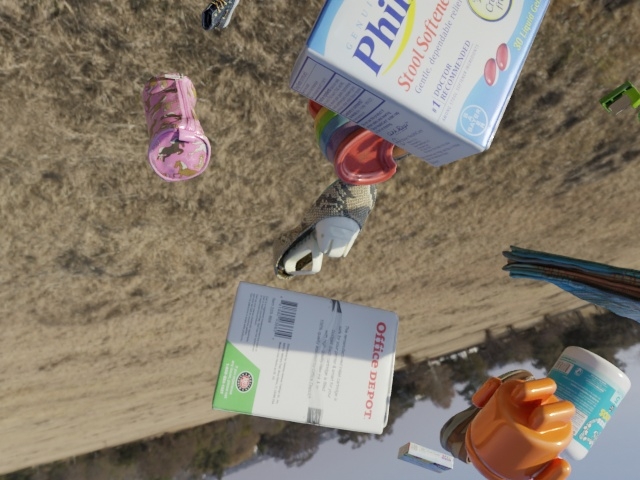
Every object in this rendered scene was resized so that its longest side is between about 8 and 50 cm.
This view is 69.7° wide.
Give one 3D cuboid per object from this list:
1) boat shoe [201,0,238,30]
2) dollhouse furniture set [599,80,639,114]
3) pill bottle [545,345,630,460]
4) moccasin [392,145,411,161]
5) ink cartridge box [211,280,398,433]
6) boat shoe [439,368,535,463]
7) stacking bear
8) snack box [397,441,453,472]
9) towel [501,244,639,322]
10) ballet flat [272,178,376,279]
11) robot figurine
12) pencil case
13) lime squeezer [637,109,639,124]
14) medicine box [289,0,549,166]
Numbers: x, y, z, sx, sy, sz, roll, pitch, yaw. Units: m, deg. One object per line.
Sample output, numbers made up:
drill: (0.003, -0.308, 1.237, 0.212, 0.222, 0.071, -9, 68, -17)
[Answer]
boat shoe: (-0.303, -0.716, 1.392, 0.083, 0.065, 0.183, -44, 177, -39)
dollhouse furniture set: (0.583, -0.226, 0.849, 0.076, 0.151, 0.059, 19, 136, -33)
pill bottle: (0.558, 0.383, 1.036, 0.264, 0.146, 0.146, -53, 161, -5)
moccasin: (0.293, -0.358, 1.432, 0.380, 0.146, 0.139, -29, -170, 25)
ink cartridge box: (-0.026, 0.207, 0.817, 0.290, 0.210, 0.121, 13, 165, -9)
boat shoe: (0.480, 0.487, 1.256, 0.324, 0.123, 0.116, -39, -153, -8)
stacking bear: (0.059, -0.289, 1.159, 0.165, 0.288, 0.175, -18, 141, -11)
snack box: (0.318, 0.662, 1.399, 0.141, 0.037, 0.100, 19, 145, 1)
towel: (0.434, 0.093, 0.536, 0.371, 0.040, 0.271, 19, 180, -28)
ballet flat: (0.000, 0.000, 1.318, 0.164, 0.181, 0.483, 20, 146, -25)
robot figurine: (0.322, 0.321, 0.759, 0.128, 0.158, 0.219, -39, 153, -48)
pencil case: (-0.400, -0.319, 1.260, 0.160, 0.386, 0.167, -20, 135, -5)
lime squeezer: (0.658, -0.260, 0.872, 0.059, 0.310, 0.110, 16, 138, -31)
medicine box: (0.141, -0.297, 0.688, 0.290, 0.263, 0.149, 26, 175, -12)
